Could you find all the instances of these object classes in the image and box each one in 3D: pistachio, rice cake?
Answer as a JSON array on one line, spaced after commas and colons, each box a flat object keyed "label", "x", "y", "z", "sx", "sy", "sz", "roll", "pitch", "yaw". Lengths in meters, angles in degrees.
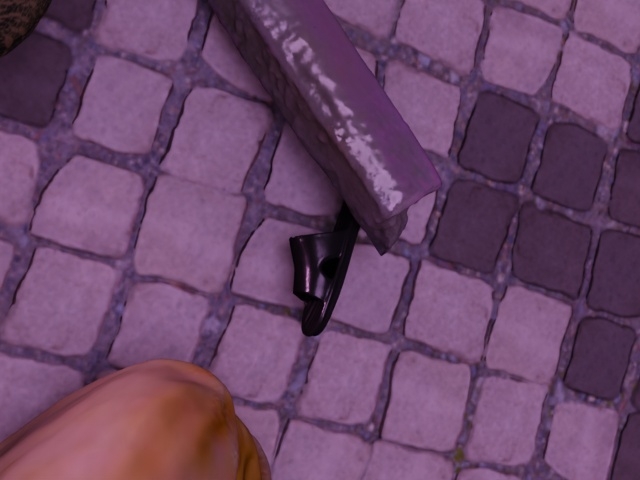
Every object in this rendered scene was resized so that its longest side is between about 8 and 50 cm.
[{"label": "pistachio", "x": -0.169, "y": 0.226, "z": 0.704, "sx": 0.309, "sy": 0.230, "sz": 0.230, "roll": -45, "pitch": 103, "yaw": -18}, {"label": "rice cake", "x": -0.029, "y": -0.174, "z": 0.798, "sx": 0.070, "sy": 0.064, "sz": 0.399, "roll": -34, "pitch": 92, "yaw": -27}]

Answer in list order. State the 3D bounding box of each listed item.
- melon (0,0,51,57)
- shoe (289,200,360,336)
[{"label": "melon", "x": -0.294, "y": -0.254, "z": 0.636, "sx": 0.249, "sy": 0.248, "sz": 0.329, "roll": -19, "pitch": 88, "yaw": -18}, {"label": "shoe", "x": 0.000, "y": 0.000, "z": 0.837, "sx": 0.053, "sy": 0.062, "sz": 0.159, "roll": 26, "pitch": 75, "yaw": -15}]
